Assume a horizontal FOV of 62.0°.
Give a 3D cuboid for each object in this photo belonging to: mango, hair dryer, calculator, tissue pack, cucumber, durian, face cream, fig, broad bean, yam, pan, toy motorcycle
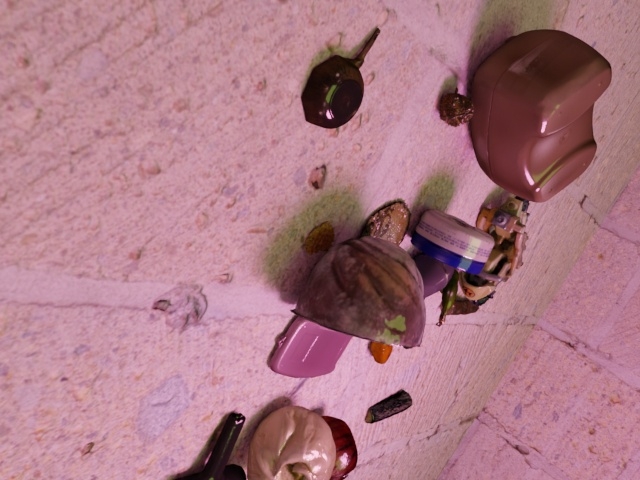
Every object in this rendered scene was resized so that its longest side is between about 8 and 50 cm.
[{"bbox_3d":[0.188,0.339,1.643,0.080,0.060,0.114,-45,145,-38],"label":"mango"},{"bbox_3d":[-0.239,0.532,1.287,0.197,0.089,0.251,15,100,-54],"label":"hair dryer"},{"bbox_3d":[-0.012,0.270,1.362,0.294,0.043,0.194,20,103,-53],"label":"calculator"},{"bbox_3d":[0.512,-0.306,1.309,0.267,0.277,0.387,-39,142,-10],"label":"tissue pack"},{"bbox_3d":[0.254,0.624,1.959,0.211,0.062,0.078,-12,128,-45],"label":"cucumber"},{"bbox_3d":[0.315,-0.307,1.234,0.080,0.080,0.091,-18,120,-41],"label":"durian"},{"bbox_3d":[0.353,-0.003,1.420,0.206,0.206,0.111,6,113,-52],"label":"face cream"},{"bbox_3d":[0.258,0.203,1.574,0.301,0.121,0.361,-34,149,-37],"label":"hair dryer"},{"bbox_3d":[-0.016,0.635,1.555,0.249,0.186,0.204,-23,154,-27],"label":"fig"},{"bbox_3d":[0.392,0.150,1.654,0.292,0.049,0.144,-49,156,-69],"label":"broad bean"},{"bbox_3d":[0.513,0.245,1.953,0.253,0.061,0.061,8,113,-53],"label":"yam"},{"bbox_3d":[0.046,-0.292,0.948,0.128,0.048,0.202,4,115,-50],"label":"pan"},{"bbox_3d":[0.576,0.040,1.767,0.237,0.168,0.410,-4,117,-56],"label":"toy motorcycle"}]

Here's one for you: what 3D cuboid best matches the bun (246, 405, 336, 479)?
[{"bbox_3d":[-0.066,0.573,1.378,0.259,0.160,0.259,-4,102,-21],"label":"bun"}]

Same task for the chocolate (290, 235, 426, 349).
[{"bbox_3d":[0.100,0.097,1.174,0.303,0.303,0.213,18,88,-54],"label":"chocolate"}]

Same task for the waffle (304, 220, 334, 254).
[{"bbox_3d":[-0.001,-0.001,1.168,0.085,0.016,0.078,-27,134,-35],"label":"waffle"}]

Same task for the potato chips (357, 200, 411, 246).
[{"bbox_3d":[0.154,-0.005,1.344,0.220,0.029,0.202,-12,127,-48],"label":"potato chips"}]
